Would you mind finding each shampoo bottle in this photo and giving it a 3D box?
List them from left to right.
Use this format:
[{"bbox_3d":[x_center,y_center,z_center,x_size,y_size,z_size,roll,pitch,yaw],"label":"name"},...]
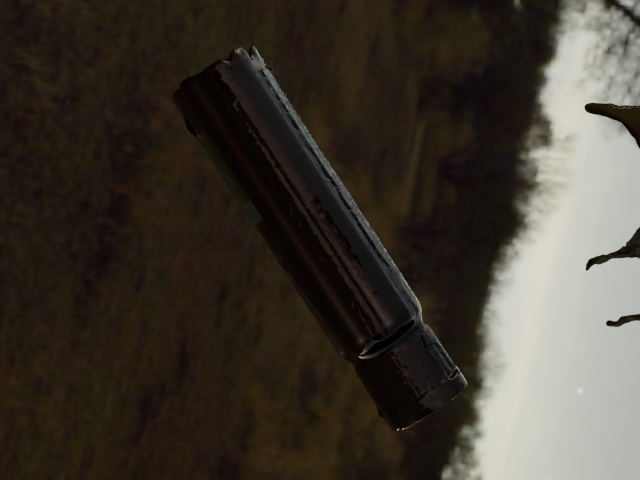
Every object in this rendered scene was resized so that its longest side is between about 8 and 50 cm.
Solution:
[{"bbox_3d":[0.000,0.000,0.995,0.323,0.084,0.129,57,-4,-2],"label":"shampoo bottle"}]

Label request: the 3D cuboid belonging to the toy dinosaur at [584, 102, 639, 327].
[{"bbox_3d":[0.316,0.019,1.059,0.206,0.327,0.113,-41,171,-16],"label":"toy dinosaur"}]
